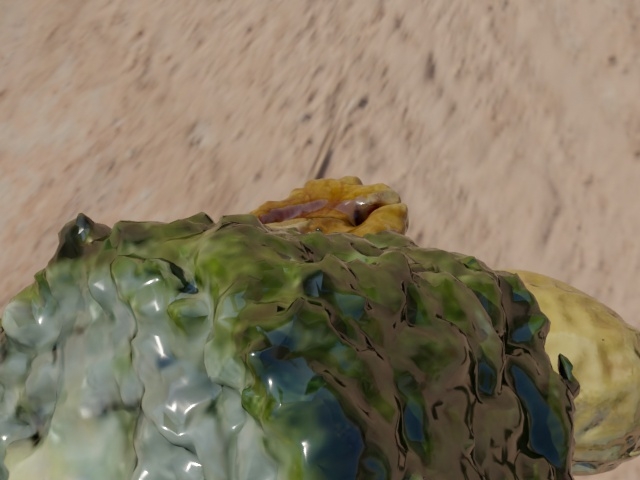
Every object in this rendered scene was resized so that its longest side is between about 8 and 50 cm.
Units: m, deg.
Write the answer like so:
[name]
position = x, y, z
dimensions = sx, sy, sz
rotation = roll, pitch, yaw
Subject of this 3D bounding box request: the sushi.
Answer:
[sushi]
position = -0.040, 0.168, 0.726
dimensions = 0.294, 0.178, 0.351
rotation = -18, 74, 40

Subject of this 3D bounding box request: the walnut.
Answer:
[walnut]
position = 0.000, 0.000, 1.653
dimensions = 0.170, 0.143, 0.069
rotation = -15, 122, -9

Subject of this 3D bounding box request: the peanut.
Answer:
[peanut]
position = 0.085, 0.089, 1.246
dimensions = 0.313, 0.149, 0.149
rotation = 1, 106, 6
